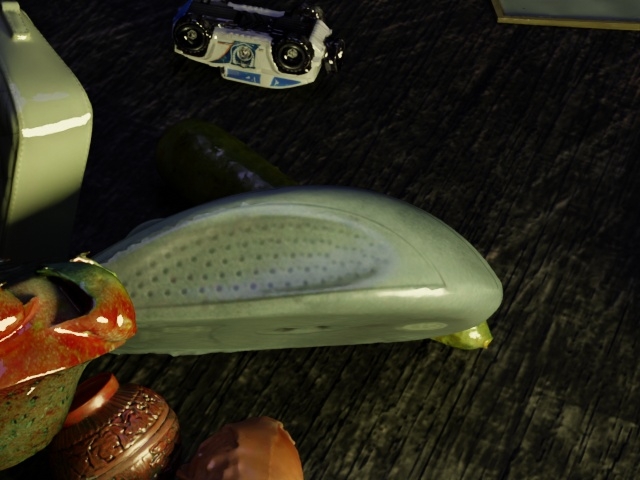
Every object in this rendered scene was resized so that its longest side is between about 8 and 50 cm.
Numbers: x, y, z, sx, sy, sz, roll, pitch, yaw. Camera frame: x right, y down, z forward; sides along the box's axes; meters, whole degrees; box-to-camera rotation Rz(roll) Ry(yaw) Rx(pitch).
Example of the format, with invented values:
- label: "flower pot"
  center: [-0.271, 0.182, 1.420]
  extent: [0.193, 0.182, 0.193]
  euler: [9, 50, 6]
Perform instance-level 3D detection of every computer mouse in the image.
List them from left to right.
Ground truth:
- label: "computer mouse"
  center: [-0.046, 0.022, 1.503]
  extent: [0.371, 0.188, 0.122]
  euler: [-5, 76, -8]

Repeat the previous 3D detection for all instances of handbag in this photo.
- label: "handbag"
  center: [-0.266, -0.083, 1.554]
  extent: [0.079, 0.256, 0.219]
  euler: [-12, 48, -28]

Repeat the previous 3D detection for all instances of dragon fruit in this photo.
- label: "dragon fruit"
  center: [-0.260, 0.085, 1.326]
  extent: [0.295, 0.130, 0.268]
  euler: [-8, 12, 36]

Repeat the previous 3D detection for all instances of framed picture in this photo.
- label: "framed picture"
  center: [0.280, -0.273, 2.146]
  extent: [0.201, 0.010, 0.136]
  euler: [1, 37, -10]

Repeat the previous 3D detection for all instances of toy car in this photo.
- label: "toy car"
  center: [-0.061, -0.195, 1.909]
  extent: [0.171, 0.070, 0.080]
  euler: [11, 36, 6]

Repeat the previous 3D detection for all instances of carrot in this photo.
- label: "carrot"
  center: [0.000, 0.000, 1.664]
  extent: [0.358, 0.074, 0.074]
  euler: [33, 42, 24]

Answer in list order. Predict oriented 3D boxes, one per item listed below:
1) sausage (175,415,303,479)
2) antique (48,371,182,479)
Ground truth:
- label: "sausage"
  center: [-0.070, 0.267, 1.259]
  extent: [0.094, 0.094, 0.419]
  euler: [6, 36, 2]
- label: "antique"
  center: [-0.148, 0.151, 1.397]
  extent: [0.104, 0.104, 0.104]
  euler: [6, 36, -5]
